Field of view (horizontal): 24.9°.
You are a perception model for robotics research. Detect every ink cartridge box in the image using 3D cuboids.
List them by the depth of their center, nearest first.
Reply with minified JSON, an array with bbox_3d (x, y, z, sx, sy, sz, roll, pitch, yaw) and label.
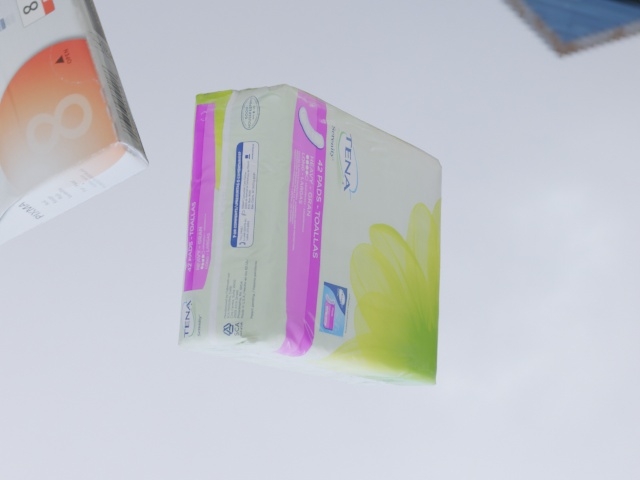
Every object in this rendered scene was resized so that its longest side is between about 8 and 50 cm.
[{"bbox_3d":[-0.206,-0.070,0.879,0.145,0.179,0.045,68,-171,27],"label":"ink cartridge box"}]

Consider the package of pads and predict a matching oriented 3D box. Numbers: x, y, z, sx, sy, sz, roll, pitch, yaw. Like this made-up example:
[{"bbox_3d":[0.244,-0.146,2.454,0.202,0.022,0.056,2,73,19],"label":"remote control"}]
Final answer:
[{"bbox_3d":[0.000,0.000,1.275,0.101,0.229,0.296,-5,166,33],"label":"package of pads"}]
